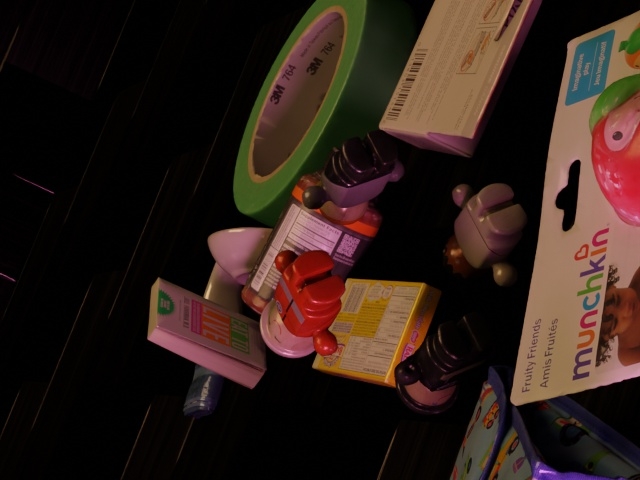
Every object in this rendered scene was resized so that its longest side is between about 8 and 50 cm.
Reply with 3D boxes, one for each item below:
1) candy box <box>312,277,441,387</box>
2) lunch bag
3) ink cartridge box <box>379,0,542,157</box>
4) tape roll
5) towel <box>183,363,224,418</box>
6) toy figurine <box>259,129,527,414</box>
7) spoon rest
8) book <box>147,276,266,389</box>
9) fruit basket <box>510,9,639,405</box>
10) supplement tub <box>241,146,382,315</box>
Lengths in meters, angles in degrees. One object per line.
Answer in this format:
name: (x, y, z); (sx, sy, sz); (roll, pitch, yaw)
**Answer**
candy box: (0.054, 0.092, 1.807); (0.206, 0.027, 0.105); (1, 70, 69)
lunch bag: (0.138, 0.225, 1.259); (0.293, 0.138, 0.221); (-131, 57, -75)
ink cartridge box: (0.184, -0.229, 1.797); (0.296, 0.066, 0.261); (-66, 19, -1)
tape roll: (0.002, -0.164, 2.180); (0.321, 0.077, 0.321); (-51, 23, 33)
towel: (-0.137, 0.161, 2.218); (0.067, 0.029, 0.119); (-27, 41, 59)
toy figurine: (0.066, 0.029, 1.588); (0.148, 0.213, 0.210); (117, 173, -63)
spoon rest: (-0.084, 0.025, 2.113); (0.276, 0.137, 0.084); (137, 137, -64)
book: (-0.135, 0.107, 2.101); (0.035, 0.144, 0.096); (-53, 23, 30)
fruit basket: (0.270, -0.073, 1.172); (0.353, 0.165, 0.327); (-16, 49, 41)
supplement tub: (0.000, 0.000, 1.943); (0.198, 0.106, 0.106); (-62, 19, 7)
